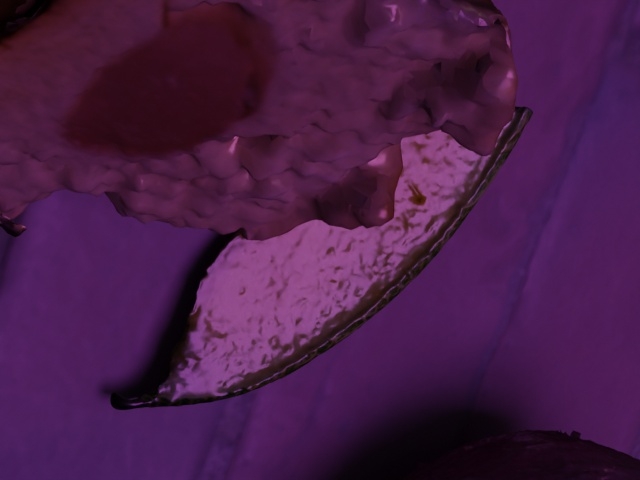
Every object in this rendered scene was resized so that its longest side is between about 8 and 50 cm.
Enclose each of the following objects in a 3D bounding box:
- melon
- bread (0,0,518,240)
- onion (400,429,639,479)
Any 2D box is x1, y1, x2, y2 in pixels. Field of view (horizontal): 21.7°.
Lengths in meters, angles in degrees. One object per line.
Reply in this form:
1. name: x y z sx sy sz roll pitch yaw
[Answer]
1. melon: -0.001 0.000 0.840 0.262 0.053 0.114 -45 123 -9
2. bread: -0.060 -0.068 0.662 0.183 0.224 0.211 28 103 -36
3. onion: 0.056 0.248 0.940 0.348 0.159 0.267 -19 111 -19
